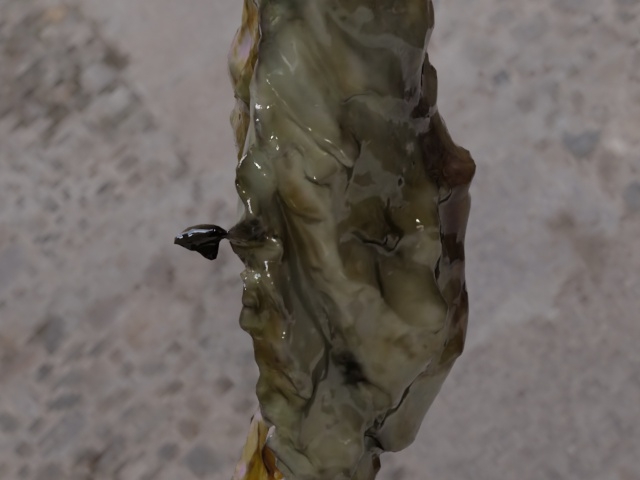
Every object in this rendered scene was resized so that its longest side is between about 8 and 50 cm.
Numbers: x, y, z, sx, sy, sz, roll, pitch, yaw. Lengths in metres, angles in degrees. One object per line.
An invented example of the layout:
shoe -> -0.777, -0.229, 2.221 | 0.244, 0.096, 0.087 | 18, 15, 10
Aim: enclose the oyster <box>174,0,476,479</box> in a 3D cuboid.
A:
oyster -> 0.003, 0.002, 0.705 | 0.107, 0.354, 0.201 | 3, 55, -1
